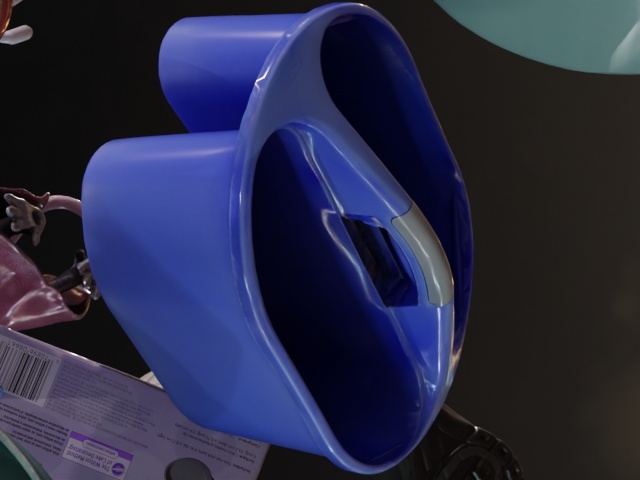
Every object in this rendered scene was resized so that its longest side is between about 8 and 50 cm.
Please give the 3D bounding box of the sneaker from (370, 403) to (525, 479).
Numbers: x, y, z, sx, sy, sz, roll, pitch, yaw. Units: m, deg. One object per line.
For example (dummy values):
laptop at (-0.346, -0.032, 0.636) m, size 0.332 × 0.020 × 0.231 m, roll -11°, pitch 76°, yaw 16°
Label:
sneaker at (0.075, 0.168, 1.517) m, size 0.286 × 0.109 × 0.130 m, roll 56°, pitch 166°, yaw -13°

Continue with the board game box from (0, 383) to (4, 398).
board game box at (-0.367, 0.011, 1.240) m, size 0.316 × 0.064 × 0.242 m, roll 41°, pitch 175°, yaw -13°

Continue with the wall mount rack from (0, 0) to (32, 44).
wall mount rack at (-0.268, -0.377, 2.085) m, size 0.304 × 0.130 × 0.350 m, roll -34°, pitch -18°, yaw -36°

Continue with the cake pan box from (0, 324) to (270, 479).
cake pan box at (-0.205, 0.221, 1.432) m, size 0.070 × 0.267 × 0.245 m, roll 162°, pitch 129°, yaw -73°

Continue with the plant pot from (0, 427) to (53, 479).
plant pot at (-0.261, 0.234, 1.086) m, size 0.196 × 0.293 × 0.293 m, roll 51°, pitch -142°, yaw -76°

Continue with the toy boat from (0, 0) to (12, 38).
toy boat at (-0.395, -0.198, 1.719) m, size 0.151 × 0.231 × 0.151 m, roll 49°, pitch -170°, yaw 5°

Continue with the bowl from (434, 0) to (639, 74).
bowl at (0.158, -0.206, 0.955) m, size 0.163 × 0.312 × 0.311 m, roll 93°, pitch -172°, yaw -48°

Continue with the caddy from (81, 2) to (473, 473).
caddy at (0.000, 0.000, 1.169) m, size 0.241 × 0.179 × 0.341 m, roll -63°, pitch -35°, yaw -30°

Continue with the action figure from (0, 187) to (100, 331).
action figure at (-0.446, 0.057, 1.977) m, size 0.248 × 0.370 × 0.276 m, roll 59°, pitch -162°, yaw -11°

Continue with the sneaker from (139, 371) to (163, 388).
sneaker at (-0.057, 0.132, 1.642) m, size 0.090 × 0.235 × 0.095 m, roll 4°, pitch 115°, yaw 67°
